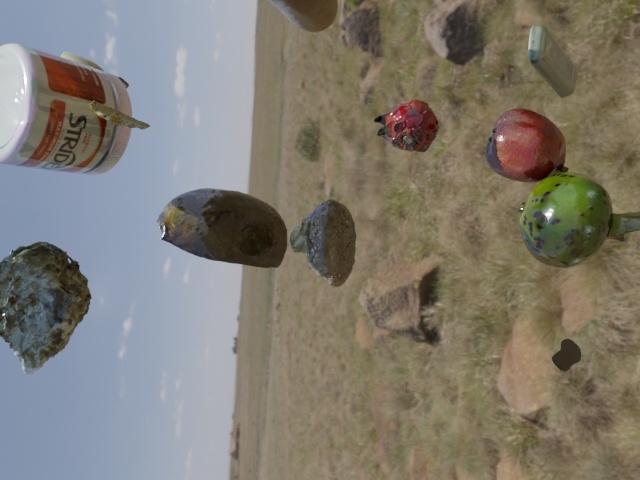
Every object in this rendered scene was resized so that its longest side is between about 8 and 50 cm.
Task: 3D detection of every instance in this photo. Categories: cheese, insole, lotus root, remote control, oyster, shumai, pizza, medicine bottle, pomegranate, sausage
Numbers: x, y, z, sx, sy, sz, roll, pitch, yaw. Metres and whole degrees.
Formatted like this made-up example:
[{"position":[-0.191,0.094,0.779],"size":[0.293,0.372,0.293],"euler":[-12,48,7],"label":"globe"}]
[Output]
[{"position":[-0.608,-0.449,1.480],"size":[0.049,0.235,0.127],"euler":[-62,-25,-9],"label":"cheese"},{"position":[0.630,0.293,1.394],"size":[0.064,0.189,0.004],"euler":[48,124,22],"label":"insole"},{"position":[-0.237,-0.043,1.378],"size":[0.210,0.314,0.141],"euler":[48,121,54],"label":"lotus root"},{"position":[0.542,-0.409,1.266],"size":[0.310,0.038,0.090],"euler":[4,-88,-53],"label":"remote control"},{"position":[-0.583,0.137,1.151],"size":[0.112,0.199,0.267],"euler":[29,137,53],"label":"oyster"},{"position":[0.000,0.000,1.268],"size":[0.161,0.153,0.209],"euler":[-46,-45,-36],"label":"shumai"},{"position":[-0.379,-0.229,1.033],"size":[0.123,0.109,0.026],"euler":[-160,89,-86],"label":"pizza"},{"position":[-0.595,-0.282,1.216],"size":[0.241,0.253,0.252],"euler":[0,-85,-57],"label":"medicine bottle"},{"position":[0.557,-0.039,1.175],"size":[0.211,0.263,0.210],"euler":[12,-90,-74],"label":"pomegranate"},{"position":[-0.068,-0.493,1.012],"size":[0.136,0.123,0.501],"euler":[-52,-12,19],"label":"sausage"}]

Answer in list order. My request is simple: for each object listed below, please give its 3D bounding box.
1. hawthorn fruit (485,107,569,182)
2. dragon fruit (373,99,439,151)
[{"position":[0.474,-0.207,1.238],"size":[0.169,0.188,0.168],"euler":[24,-90,-83],"label":"hawthorn fruit"},{"position":[0.207,-0.257,1.252],"size":[0.142,0.121,0.130],"euler":[28,139,56],"label":"dragon fruit"}]
